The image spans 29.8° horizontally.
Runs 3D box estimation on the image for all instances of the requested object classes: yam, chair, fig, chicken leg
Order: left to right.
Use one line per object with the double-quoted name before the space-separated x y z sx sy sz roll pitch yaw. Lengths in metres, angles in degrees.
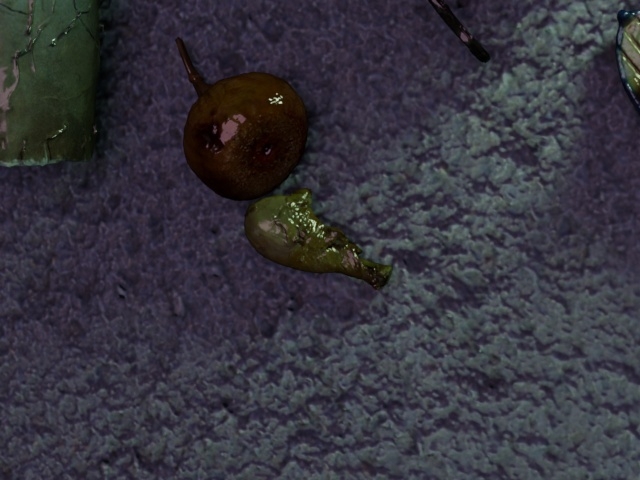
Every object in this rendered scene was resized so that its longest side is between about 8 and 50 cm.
"yam" -0.354 -0.258 1.377 0.241 0.241 0.348 3 93 16
"fig" -0.114 -0.141 1.365 0.146 0.134 0.201 -42 55 -16
"chicken leg" 0.000 0.000 1.352 0.178 0.070 0.093 27 92 7
"chair" 0.130 -0.310 1.287 0.229 0.106 0.113 45 106 10

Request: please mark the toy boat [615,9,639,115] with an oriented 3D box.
"toy boat" 0.386 -0.139 1.208 0.114 0.115 0.262 -41 80 13
